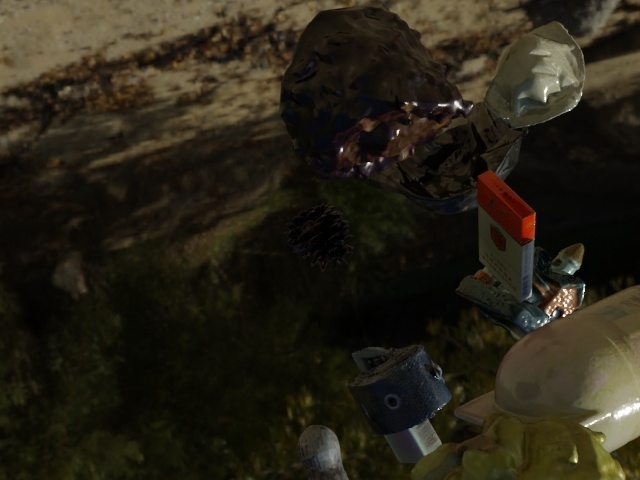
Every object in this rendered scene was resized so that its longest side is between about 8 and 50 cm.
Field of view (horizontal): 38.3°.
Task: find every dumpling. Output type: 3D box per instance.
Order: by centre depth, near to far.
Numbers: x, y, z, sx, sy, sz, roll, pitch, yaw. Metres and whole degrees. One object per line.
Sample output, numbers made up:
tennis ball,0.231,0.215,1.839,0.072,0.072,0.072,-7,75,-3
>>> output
dumpling,0.370,-0.273,1.554,0.181,0.155,0.111,-56,161,19

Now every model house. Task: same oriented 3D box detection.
model house,0.509,0.096,2.197,0.291,0.184,0.253,-45,-154,-7

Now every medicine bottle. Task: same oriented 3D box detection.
medicine bottle,0.445,0.242,1.561,0.406,0.235,0.236,-18,-173,-30
medicine bottle,0.143,0.314,1.566,0.055,0.118,0.074,-35,-173,-37

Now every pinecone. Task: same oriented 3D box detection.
pinecone,0.008,-0.001,2.294,0.163,0.165,0.163,-32,161,-13

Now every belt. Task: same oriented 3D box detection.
belt,0.109,0.214,1.398,0.122,0.128,0.218,-31,178,-16

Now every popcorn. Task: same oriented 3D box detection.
popcorn,0.234,0.312,1.041,0.256,0.195,0.255,-44,-126,-8

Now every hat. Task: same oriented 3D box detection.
hat,0.269,-0.157,1.971,0.366,0.257,0.381,-27,167,-3

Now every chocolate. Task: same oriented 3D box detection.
chocolate,0.087,-0.151,1.070,0.177,0.206,0.224,25,-149,36
chocolate,0.009,0.385,1.519,0.072,0.167,0.072,-17,172,-2

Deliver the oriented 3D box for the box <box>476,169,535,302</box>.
box,0.346,-0.005,1.728,0.035,0.245,0.139,-28,-128,-12
